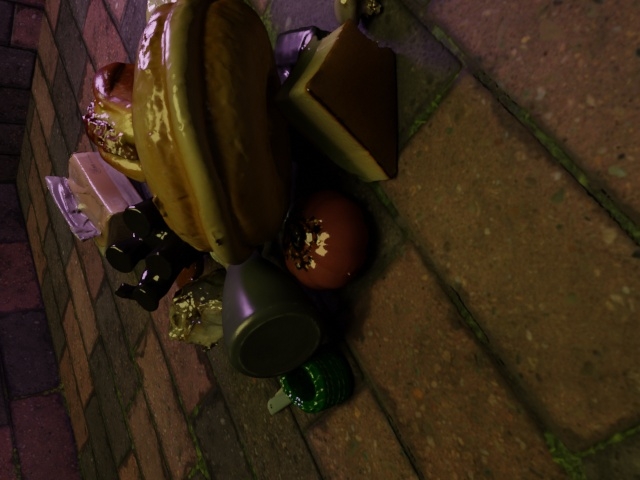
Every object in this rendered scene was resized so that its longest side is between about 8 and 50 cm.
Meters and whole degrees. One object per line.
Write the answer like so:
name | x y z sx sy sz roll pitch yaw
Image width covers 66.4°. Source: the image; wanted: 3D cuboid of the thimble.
thimble | -0.012 0.263 0.933 0.130 0.090 0.118 -21 81 47

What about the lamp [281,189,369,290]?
lamp | 0.000 0.000 0.866 0.182 0.140 0.181 -1 89 53

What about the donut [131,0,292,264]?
donut | -0.163 -0.178 0.821 0.198 0.449 0.448 -5 90 4

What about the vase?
vase | -0.128 0.091 0.939 0.321 0.174 0.173 55 131 48

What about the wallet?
wallet | -0.050 -0.292 0.976 0.169 0.052 0.245 24 112 49

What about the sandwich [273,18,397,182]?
sandwich | 0.059 -0.230 0.814 0.108 0.220 0.186 0 56 51

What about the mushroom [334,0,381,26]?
mushroom | 0.064 -0.401 0.826 0.079 0.085 0.085 12 104 12

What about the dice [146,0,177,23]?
dice | -0.296 -0.516 1.144 0.166 0.169 0.169 -26 73 47

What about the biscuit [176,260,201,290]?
biscuit | -0.371 0.085 1.377 0.124 0.026 0.174 17 105 48

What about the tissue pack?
tissue pack | -0.736 -0.117 1.597 0.305 0.239 0.238 50 128 22

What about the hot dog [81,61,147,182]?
hot dog | -0.440 -0.302 1.184 0.405 0.223 0.185 -106 34 -56

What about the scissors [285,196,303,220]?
scissors | -0.060 -0.071 1.029 0.083 0.006 0.036 -35 69 44

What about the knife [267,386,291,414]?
knife | -0.071 0.330 1.055 0.162 0.023 0.044 -48 60 39

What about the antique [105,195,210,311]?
antique | -0.353 -0.002 1.160 0.185 0.255 0.322 35 128 -3

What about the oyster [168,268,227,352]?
oyster | -0.217 0.156 1.119 0.337 0.133 0.197 0 61 31
